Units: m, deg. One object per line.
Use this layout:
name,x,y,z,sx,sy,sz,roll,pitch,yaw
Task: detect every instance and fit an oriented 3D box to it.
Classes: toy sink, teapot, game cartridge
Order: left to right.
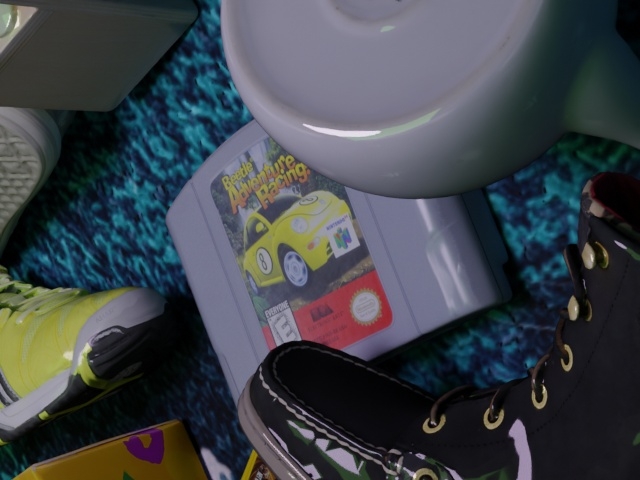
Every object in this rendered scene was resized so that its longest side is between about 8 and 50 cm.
toy sink,-0.235,-0.190,1.423,0.131,0.234,0.152,-44,68,28
game cartridge,0.000,0.000,1.375,0.294,0.060,0.196,-30,74,48
teapot,0.072,-0.130,1.167,0.253,0.187,0.256,-24,64,20

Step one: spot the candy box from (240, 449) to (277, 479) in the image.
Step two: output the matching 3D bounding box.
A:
candy box,-0.001,0.171,1.399,0.105,0.027,0.206,34,136,13

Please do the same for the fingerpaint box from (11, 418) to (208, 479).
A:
fingerpaint box,-0.219,0.408,1.646,0.445,0.163,0.371,-35,75,47

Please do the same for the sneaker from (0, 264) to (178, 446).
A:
sneaker,-0.265,0.092,1.618,0.385,0.145,0.147,-24,88,47

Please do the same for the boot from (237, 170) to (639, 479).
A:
boot,0.138,0.087,1.155,0.377,0.138,0.284,31,123,24

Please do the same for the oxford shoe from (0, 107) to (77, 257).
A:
oxford shoe,-0.326,-0.065,1.669,0.449,0.169,0.130,-36,34,55
